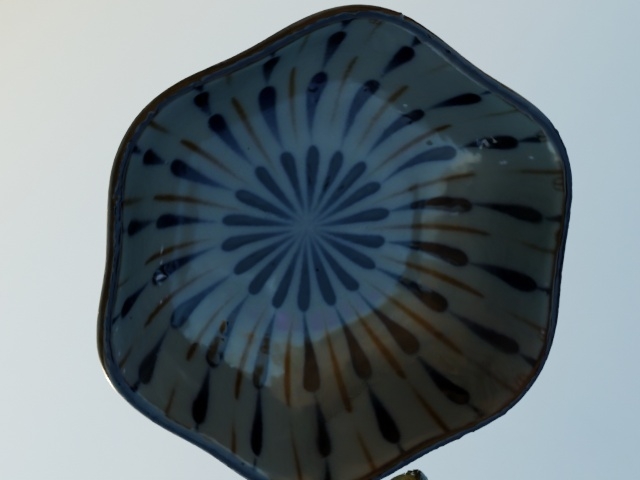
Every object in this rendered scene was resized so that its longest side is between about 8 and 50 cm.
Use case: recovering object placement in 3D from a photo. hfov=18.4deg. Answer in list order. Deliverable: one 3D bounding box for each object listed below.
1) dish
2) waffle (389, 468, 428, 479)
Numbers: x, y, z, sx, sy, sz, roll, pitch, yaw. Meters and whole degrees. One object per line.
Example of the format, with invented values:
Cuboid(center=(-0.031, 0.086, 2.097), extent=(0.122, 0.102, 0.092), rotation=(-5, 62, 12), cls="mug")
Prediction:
Cuboid(center=(0.000, 0.000, 0.754), extent=(0.191, 0.190, 0.066), rotation=(-40, -158, -2), cls="dish")
Cuboid(center=(0.024, 0.210, 1.133), extent=(0.214, 0.054, 0.208), rotation=(-18, -153, -22), cls="waffle")
